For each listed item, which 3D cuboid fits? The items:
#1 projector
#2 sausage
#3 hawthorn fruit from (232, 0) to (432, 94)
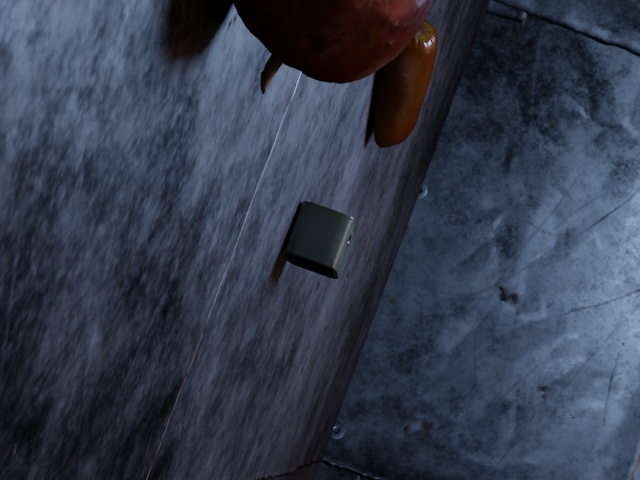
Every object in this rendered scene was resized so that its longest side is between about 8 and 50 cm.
[{"bbox_3d":[0.000,0.000,1.931,0.083,0.083,0.082,77,33,-76],"label":"projector"},{"bbox_3d":[0.139,-0.256,2.248,0.300,0.083,0.089,99,2,-58],"label":"sausage"},{"bbox_3d":[0.000,-0.215,1.168,0.200,0.179,0.179,-55,174,9],"label":"hawthorn fruit"}]
